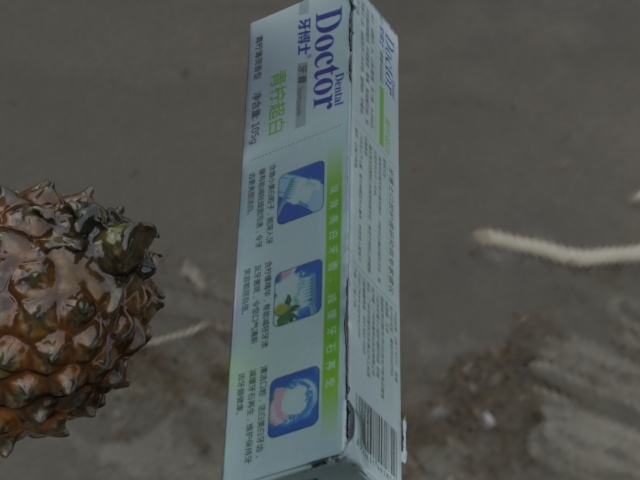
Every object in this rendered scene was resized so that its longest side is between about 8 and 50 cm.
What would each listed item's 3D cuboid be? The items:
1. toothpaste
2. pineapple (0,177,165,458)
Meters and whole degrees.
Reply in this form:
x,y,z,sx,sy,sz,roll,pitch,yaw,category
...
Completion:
x,y,z,sx,sy,sz,roll,pitch,yaw,category
0.000,0.000,1.023,0.067,0.081,0.336,46,35,-42,toothpaste
-0.169,0.038,1.079,0.166,0.193,0.166,38,35,-33,pineapple
